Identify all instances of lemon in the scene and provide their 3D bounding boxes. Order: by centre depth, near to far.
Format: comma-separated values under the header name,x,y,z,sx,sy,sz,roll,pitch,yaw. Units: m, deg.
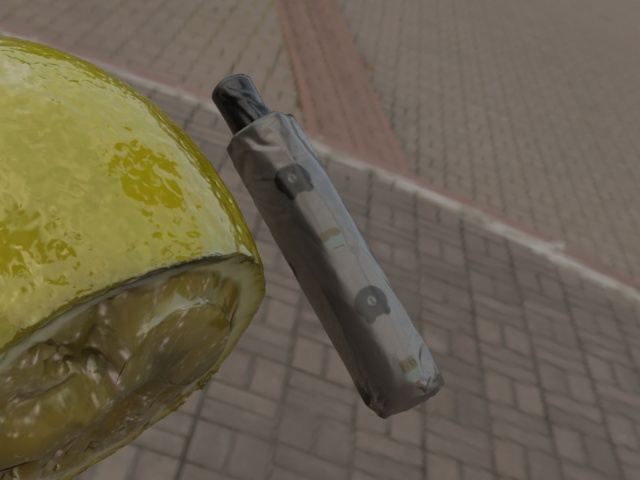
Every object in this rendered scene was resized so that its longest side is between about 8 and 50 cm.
name,x,y,z,sx,sy,sz,roll,pitch,yaw
lemon,-0.246,0.005,0.900,0.364,0.364,0.364,17,22,-7

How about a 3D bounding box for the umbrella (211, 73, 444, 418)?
name,x,y,z,sx,sy,sz,roll,pitch,yaw
umbrella,0.000,0.000,1.056,0.337,0.073,0.067,61,12,6
